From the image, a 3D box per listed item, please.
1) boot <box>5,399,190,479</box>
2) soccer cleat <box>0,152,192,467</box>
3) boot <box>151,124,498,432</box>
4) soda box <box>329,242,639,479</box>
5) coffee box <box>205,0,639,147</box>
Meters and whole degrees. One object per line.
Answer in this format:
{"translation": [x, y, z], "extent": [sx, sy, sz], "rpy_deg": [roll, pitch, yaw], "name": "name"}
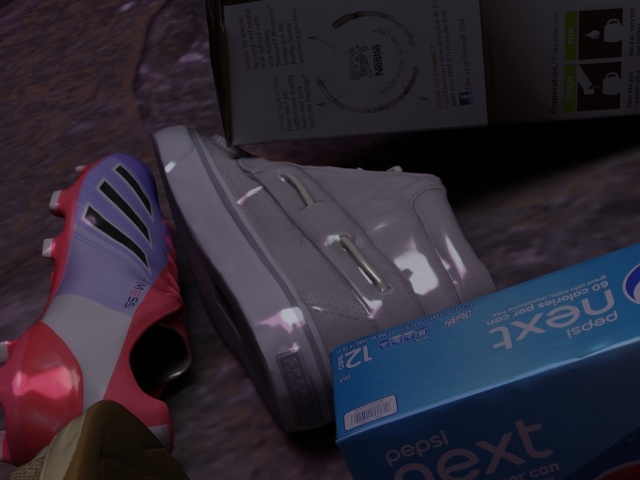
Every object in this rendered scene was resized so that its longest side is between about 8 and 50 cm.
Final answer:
{"translation": [-0.150, 0.176, 0.609], "extent": [0.203, 0.095, 0.262], "rpy_deg": [-35, 15, 15], "name": "boot"}
{"translation": [-0.103, 0.034, 0.912], "extent": [0.095, 0.083, 0.248], "rpy_deg": [2, 31, 6], "name": "soccer cleat"}
{"translation": [0.000, 0.000, 0.884], "extent": [0.123, 0.095, 0.258], "rpy_deg": [-20, 34, -10], "name": "boot"}
{"translation": [0.113, 0.055, 0.702], "extent": [0.210, 0.071, 0.067], "rpy_deg": [-19, 29, 9], "name": "soda box"}
{"translation": [0.064, -0.126, 0.939], "extent": [0.246, 0.098, 0.141], "rpy_deg": [-5, 23, -6], "name": "coffee box"}
